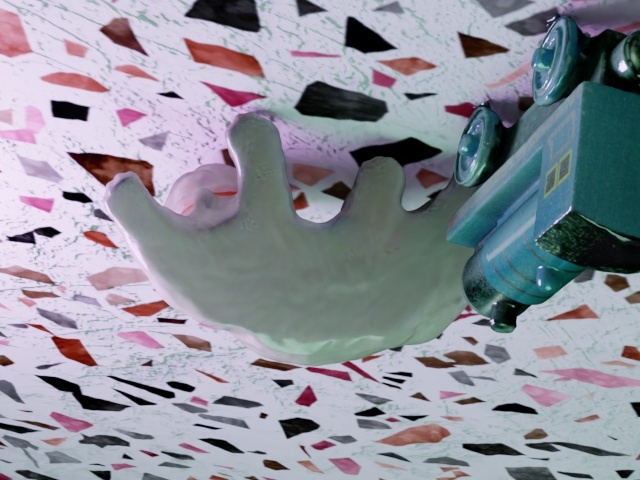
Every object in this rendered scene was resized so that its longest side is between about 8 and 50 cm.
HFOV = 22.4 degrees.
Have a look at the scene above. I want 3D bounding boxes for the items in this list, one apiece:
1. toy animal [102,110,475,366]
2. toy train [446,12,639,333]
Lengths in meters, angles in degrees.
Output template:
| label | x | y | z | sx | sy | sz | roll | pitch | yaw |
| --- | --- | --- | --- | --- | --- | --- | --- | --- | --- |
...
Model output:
| label | x | y | z | sx | sy | sz | roll | pitch | yaw |
| --- | --- | --- | --- | --- | --- | --- | --- | --- | --- |
| toy animal | 0.000 | 0.000 | 1.481 | 0.308 | 0.266 | 0.188 | -32 | 172 | -8 |
| toy train | 0.185 | -0.040 | 1.254 | 0.120 | 0.194 | 0.298 | 14 | 156 | -12 |
